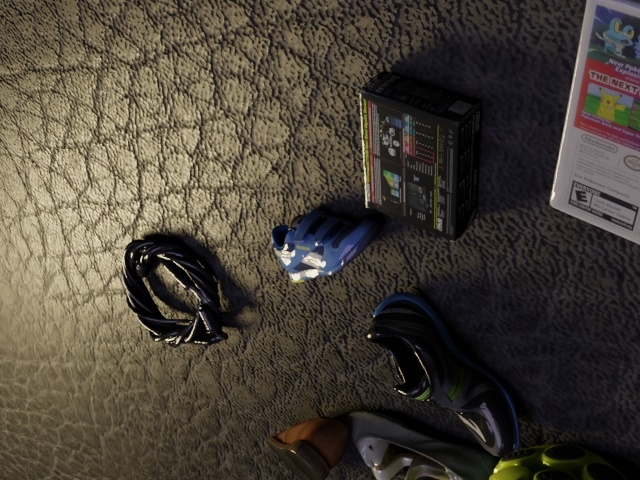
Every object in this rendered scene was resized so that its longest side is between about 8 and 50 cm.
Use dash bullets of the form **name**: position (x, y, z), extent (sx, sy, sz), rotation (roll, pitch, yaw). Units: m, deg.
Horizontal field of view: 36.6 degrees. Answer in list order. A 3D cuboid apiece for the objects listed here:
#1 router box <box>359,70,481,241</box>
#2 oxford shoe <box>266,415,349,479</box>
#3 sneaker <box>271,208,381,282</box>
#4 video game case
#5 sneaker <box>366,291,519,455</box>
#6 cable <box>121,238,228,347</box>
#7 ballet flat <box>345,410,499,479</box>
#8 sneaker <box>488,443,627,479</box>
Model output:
- **router box**: position (0.081, -0.068, 0.788), extent (0.092, 0.038, 0.122), rotation (24, 138, 29)
- **oxford shoe**: position (-0.010, 0.250, 1.174), extent (0.076, 0.076, 0.212), rotation (47, 161, -4)
- **sneaker**: position (0.000, 0.000, 0.927), extent (0.144, 0.053, 0.059), rotation (-20, 106, 52)
- **video game case**: position (0.256, -0.057, 0.631), extent (0.201, 0.023, 0.183), rotation (27, 141, 27)
- **sneaker**: position (0.113, 0.136, 0.919), extent (0.188, 0.078, 0.067), rotation (48, 145, -3)
- **cable**: position (-0.195, 0.065, 1.199), extent (0.184, 0.047, 0.150), rotation (3, 126, 45)
- **ballet flat**: position (0.095, 0.239, 1.047), extent (0.213, 0.068, 0.072), rotation (10, 131, 41)
- **sneaker**: position (0.279, 0.282, 0.860), extent (0.295, 0.109, 0.123), rotation (21, 133, 32)
